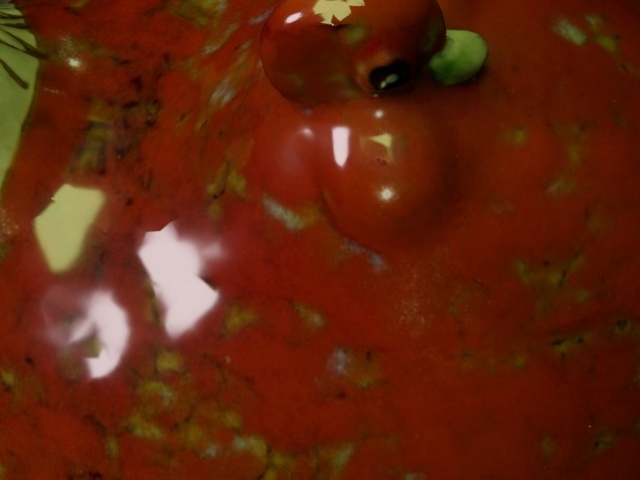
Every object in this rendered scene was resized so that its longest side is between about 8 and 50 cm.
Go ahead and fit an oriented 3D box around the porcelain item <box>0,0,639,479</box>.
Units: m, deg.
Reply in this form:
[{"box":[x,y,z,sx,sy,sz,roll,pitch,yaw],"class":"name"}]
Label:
[{"box":[0.000,0.000,0.415,0.253,0.253,0.253,-5,64,10],"class":"porcelain item"}]
